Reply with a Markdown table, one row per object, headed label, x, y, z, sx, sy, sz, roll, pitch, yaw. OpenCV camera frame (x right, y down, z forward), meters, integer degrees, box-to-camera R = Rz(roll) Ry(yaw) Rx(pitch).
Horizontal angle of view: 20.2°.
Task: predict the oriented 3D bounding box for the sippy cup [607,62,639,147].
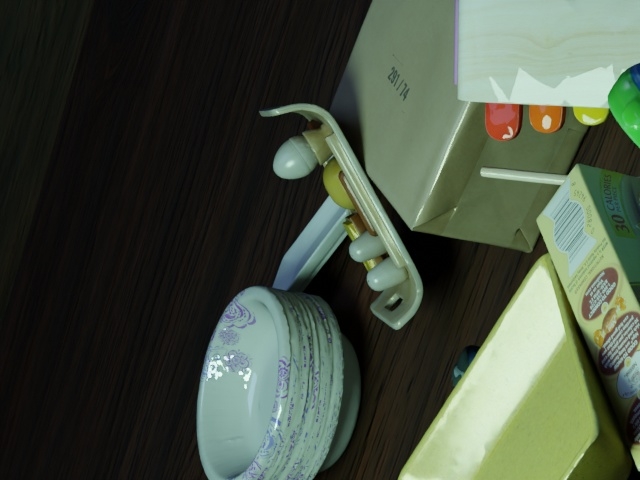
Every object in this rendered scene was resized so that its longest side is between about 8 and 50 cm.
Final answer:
| label | x | y | z | sx | sy | sz | roll | pitch | yaw |
| --- | --- | --- | --- | --- | --- | --- | --- | --- | --- |
| sippy cup | 0.413 | -0.147 | 1.596 | 0.224 | 0.240 | 0.305 | -54 | 43 | 21 |

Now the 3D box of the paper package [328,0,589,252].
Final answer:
| label | x | y | z | sx | sy | sz | roll | pitch | yaw |
| --- | --- | --- | --- | --- | --- | --- | --- | --- | --- |
| paper package | 0.172 | -0.191 | 2.134 | 0.310 | 0.168 | 0.325 | -68 | 27 | 21 |

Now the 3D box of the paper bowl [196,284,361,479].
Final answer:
| label | x | y | z | sx | sy | sz | roll | pitch | yaw |
| --- | --- | --- | --- | --- | --- | --- | --- | --- | --- |
| paper bowl | -0.049 | 0.210 | 2.441 | 0.284 | 0.148 | 0.284 | -32 | 53 | 56 |

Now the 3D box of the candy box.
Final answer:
| label | x | y | z | sx | sy | sz | roll | pitch | yaw |
| --- | --- | --- | --- | --- | --- | --- | --- | --- | --- |
| candy box | 0.338 | 0.078 | 1.679 | 0.087 | 0.182 | 0.316 | -58 | 33 | 37 |

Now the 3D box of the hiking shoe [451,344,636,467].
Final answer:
| label | x | y | z | sx | sy | sz | roll | pitch | yaw |
| --- | --- | --- | --- | --- | --- | --- | --- | --- | --- |
| hiking shoe | 0.261 | 0.145 | 1.915 | 0.304 | 0.113 | 0.132 | 18 | 89 | 54 |

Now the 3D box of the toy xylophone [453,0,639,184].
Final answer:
| label | x | y | z | sx | sy | sz | roll | pitch | yaw |
| --- | --- | --- | --- | --- | --- | --- | --- | --- | --- |
| toy xylophone | 0.265 | -0.169 | 1.849 | 0.322 | 0.081 | 0.236 | 14 | 105 | 28 |

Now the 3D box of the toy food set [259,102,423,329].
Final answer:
| label | x | y | z | sx | sy | sz | roll | pitch | yaw |
| --- | --- | --- | --- | --- | --- | --- | --- | --- | --- |
| toy food set | 0.017 | -0.036 | 2.253 | 0.306 | 0.092 | 0.220 | 62 | 176 | -6 |

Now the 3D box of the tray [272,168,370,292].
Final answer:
| label | x | y | z | sx | sy | sz | roll | pitch | yaw |
| --- | --- | --- | --- | --- | --- | --- | --- | --- | --- |
| tray | 0.000 | 0.000 | 2.517 | 0.270 | 0.030 | 0.145 | -53 | 12 | 42 |

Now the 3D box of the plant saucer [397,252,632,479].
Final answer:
| label | x | y | z | sx | sy | sz | roll | pitch | yaw |
| --- | --- | --- | --- | --- | --- | --- | --- | --- | --- |
| plant saucer | 0.190 | 0.227 | 1.742 | 0.333 | 0.081 | 0.333 | -59 | 15 | 24 |
